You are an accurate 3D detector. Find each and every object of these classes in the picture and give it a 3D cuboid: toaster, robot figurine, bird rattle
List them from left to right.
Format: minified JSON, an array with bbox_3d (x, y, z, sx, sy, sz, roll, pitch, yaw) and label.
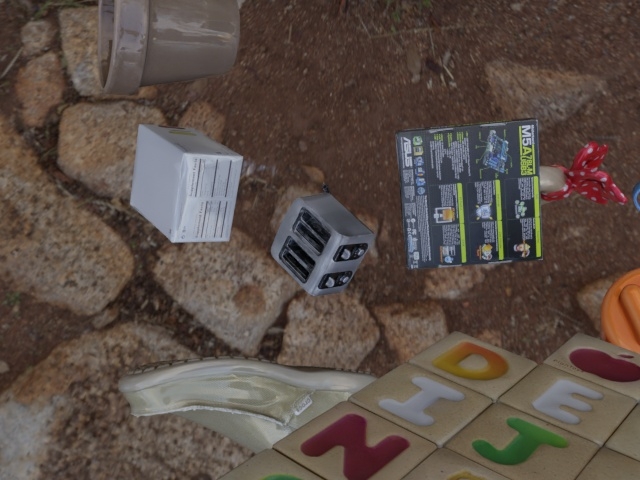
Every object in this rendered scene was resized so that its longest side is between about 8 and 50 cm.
[{"bbox_3d":[0.000,0.000,1.543,0.186,0.110,0.168,45,123,27],"label":"toaster"},{"bbox_3d":[0.304,-0.067,1.089,0.207,0.253,0.143,-3,88,-30],"label":"bird rattle"},{"bbox_3d":[0.415,0.109,0.919,0.128,0.219,0.158,31,83,28],"label":"robot figurine"}]

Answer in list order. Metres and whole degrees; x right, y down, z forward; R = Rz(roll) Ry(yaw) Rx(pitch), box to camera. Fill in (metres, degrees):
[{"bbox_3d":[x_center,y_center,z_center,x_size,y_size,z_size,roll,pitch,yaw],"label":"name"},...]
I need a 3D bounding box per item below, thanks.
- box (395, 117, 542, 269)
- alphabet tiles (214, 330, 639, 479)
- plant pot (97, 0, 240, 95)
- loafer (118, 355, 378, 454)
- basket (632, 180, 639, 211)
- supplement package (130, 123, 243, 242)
[{"bbox_3d":[0.199,-0.061,0.982,0.184,0.045,0.190,-6,102,4],"label":"box"},{"bbox_3d":[0.123,0.122,0.297,0.285,0.343,0.011,19,114,36],"label":"alphabet tiles"},{"bbox_3d":[-0.273,-0.388,1.323,0.229,0.263,0.263,-1,118,-22],"label":"plant pot"},{"bbox_3d":[-0.055,0.159,0.686,0.269,0.102,0.092,10,75,-31],"label":"loafer"},{"bbox_3d":[0.719,-0.082,1.238,0.255,0.201,0.289,39,126,-12],"label":"basket"},{"bbox_3d":[-0.314,-0.135,1.675,0.145,0.262,0.204,-2,112,-36],"label":"supplement package"}]
